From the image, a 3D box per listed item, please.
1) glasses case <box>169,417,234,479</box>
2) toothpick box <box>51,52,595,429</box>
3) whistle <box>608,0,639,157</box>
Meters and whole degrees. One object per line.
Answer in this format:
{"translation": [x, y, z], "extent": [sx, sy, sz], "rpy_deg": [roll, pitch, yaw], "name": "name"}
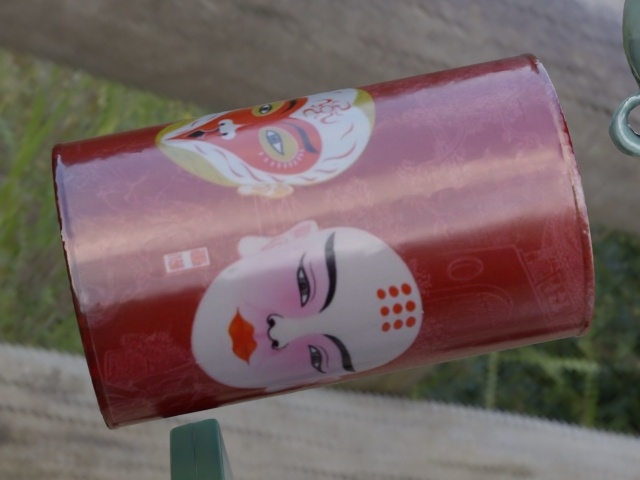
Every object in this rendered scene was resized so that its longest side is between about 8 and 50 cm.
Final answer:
{"translation": [-0.082, 0.192, 1.346], "extent": [0.184, 0.039, 0.077], "rpy_deg": [-114, -170, -78], "name": "glasses case"}
{"translation": [0.000, 0.000, 1.262], "extent": [0.333, 0.204, 0.204], "rpy_deg": [-11, 47, -2], "name": "toothpick box"}
{"translation": [0.286, -0.162, 1.142], "extent": [0.163, 0.289, 0.163], "rpy_deg": [42, 8, -8], "name": "whistle"}
